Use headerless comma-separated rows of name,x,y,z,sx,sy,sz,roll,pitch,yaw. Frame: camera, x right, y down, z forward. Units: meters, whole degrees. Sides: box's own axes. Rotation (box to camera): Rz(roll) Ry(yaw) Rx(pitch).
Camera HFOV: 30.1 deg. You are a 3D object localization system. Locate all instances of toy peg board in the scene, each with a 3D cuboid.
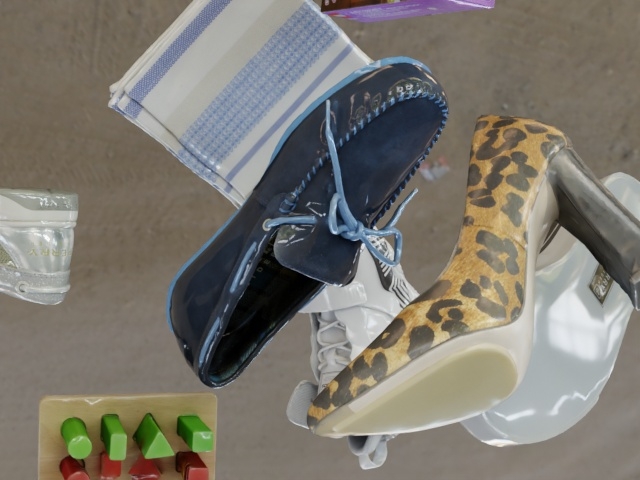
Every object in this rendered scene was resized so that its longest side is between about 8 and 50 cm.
toy peg board,-0.168,0.223,1.060,0.161,0.079,0.160,1,95,-17

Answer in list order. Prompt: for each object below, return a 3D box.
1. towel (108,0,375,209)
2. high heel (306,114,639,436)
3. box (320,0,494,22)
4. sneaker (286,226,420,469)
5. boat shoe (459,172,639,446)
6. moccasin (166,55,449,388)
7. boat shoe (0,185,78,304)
towel,-0.045,-0.132,1.205,0.285,0.034,0.209,40,97,-27
high heel,0.076,0.017,0.783,0.261,0.186,0.093,-26,141,-13
box,0.086,-0.340,1.015,0.057,0.201,0.293,5,93,-30
sneaker,0.026,0.119,1.542,0.366,0.137,0.210,54,53,-20
boat shoe,0.161,0.051,0.908,0.105,0.113,0.306,-25,-160,44
moccasin,0.000,0.000,1.021,0.138,0.117,0.342,17,125,-34
boat shoe,-0.344,0.005,1.092,0.320,0.103,0.118,-1,179,36
